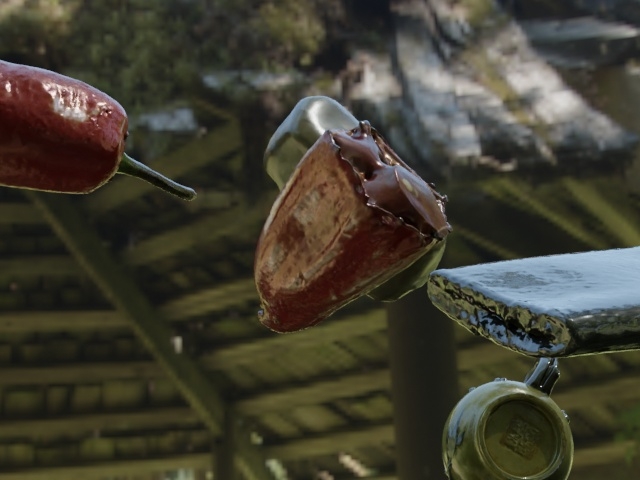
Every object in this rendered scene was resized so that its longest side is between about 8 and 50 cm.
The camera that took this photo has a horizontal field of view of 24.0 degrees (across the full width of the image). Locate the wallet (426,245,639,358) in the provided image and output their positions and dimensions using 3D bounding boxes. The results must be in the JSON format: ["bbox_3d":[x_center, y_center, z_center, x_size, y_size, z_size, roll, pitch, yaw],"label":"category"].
[{"bbox_3d":[0.247,0.037,1.018,0.321,0.044,0.170,-4,12,-26],"label":"wallet"}]

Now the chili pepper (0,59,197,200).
[{"bbox_3d":[-0.285,-0.114,1.676,0.338,0.134,0.131,14,-63,-12],"label":"chili pepper"}]

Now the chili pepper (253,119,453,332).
[{"bbox_3d":[0.000,0.000,1.463,0.144,0.136,0.253,26,-47,-26],"label":"chili pepper"}]

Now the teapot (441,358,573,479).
[{"bbox_3d":[0.243,0.268,1.995,0.173,0.269,0.182,29,-24,-2],"label":"teapot"}]

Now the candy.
[{"bbox_3d":[0.037,-0.045,1.640,0.102,0.234,0.104,-23,-25,-51],"label":"candy"}]
